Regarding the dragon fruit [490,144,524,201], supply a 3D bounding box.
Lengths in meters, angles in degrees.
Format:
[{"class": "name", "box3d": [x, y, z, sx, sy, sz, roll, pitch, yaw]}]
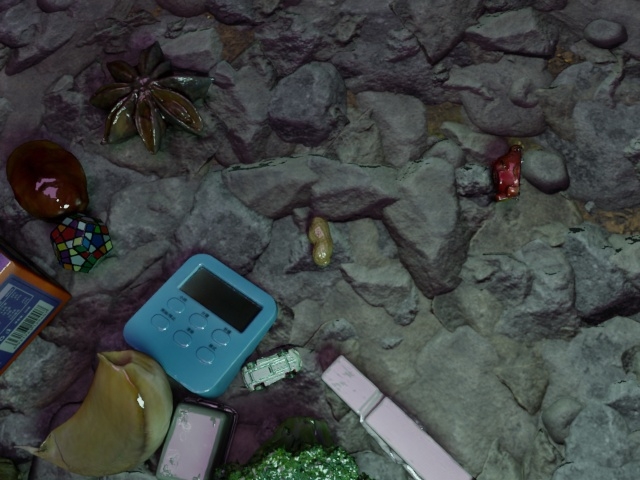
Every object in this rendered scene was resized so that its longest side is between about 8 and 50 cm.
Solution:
[{"class": "dragon fruit", "box3d": [0.399, -0.144, 1.228, 0.067, 0.112, 0.127, 4, 69, 21]}]

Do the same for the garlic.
[{"class": "garlic", "box3d": [-0.400, 0.335, 1.064, 0.196, 0.151, 0.338, 39, 114, -14]}]

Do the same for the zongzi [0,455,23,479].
[{"class": "zongzi", "box3d": [-0.727, 0.383, 0.962, 0.355, 0.393, 0.174, 7, 50, 3]}]

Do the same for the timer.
[{"class": "timer", "box3d": [-0.239, 0.163, 1.165, 0.231, 0.091, 0.250, 30, 71, 15]}]

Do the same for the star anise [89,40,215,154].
[{"class": "star anise", "box3d": [-0.403, -0.350, 1.362, 0.314, 0.108, 0.316, -2, 66, 4]}]

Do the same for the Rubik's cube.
[{"class": "Rubik's cube", "box3d": [-0.515, 0.006, 1.230, 0.111, 0.133, 0.133, -8, 66, 29]}]

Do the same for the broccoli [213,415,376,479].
[{"class": "broccoli", "box3d": [-0.051, 0.423, 0.995, 0.269, 0.261, 0.242, -28, 36, 33]}]

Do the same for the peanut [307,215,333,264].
[{"class": "peanut", "box3d": [0.000, 0.000, 1.230, 0.053, 0.054, 0.113, -9, 69, 0]}]

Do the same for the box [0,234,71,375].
[{"class": "box", "box3d": [-0.769, 0.122, 1.127, 0.318, 0.257, 0.349, 36, 75, 14]}]

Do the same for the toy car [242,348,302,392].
[{"class": "toy car", "box3d": [-0.096, 0.258, 1.145, 0.121, 0.035, 0.059, -19, 69, -13]}]

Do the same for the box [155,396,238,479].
[{"class": "box", "box3d": [-0.236, 0.385, 1.072, 0.123, 0.093, 0.172, 12, 70, 4]}]

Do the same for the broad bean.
[{"class": "broad bean", "box3d": [-0.615, -0.138, 1.287, 0.156, 0.122, 0.229, -33, 74, -6]}]

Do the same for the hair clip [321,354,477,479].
[{"class": "hair clip", "box3d": [0.139, 0.351, 1.064, 0.085, 0.101, 0.331, -43, 70, -8]}]
